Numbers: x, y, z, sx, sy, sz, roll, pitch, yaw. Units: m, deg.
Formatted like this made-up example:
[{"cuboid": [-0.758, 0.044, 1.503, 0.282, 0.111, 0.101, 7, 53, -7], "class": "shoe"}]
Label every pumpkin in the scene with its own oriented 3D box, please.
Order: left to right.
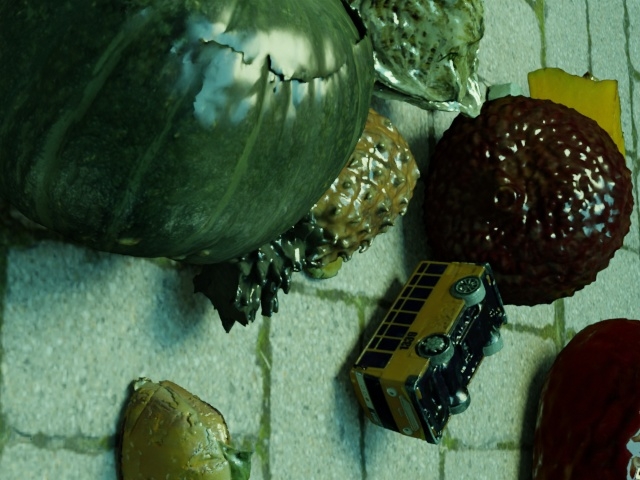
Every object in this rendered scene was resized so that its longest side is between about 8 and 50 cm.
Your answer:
[{"cuboid": [-0.117, -0.130, 0.955, 0.291, 0.257, 0.328, 41, 21, 17], "class": "pumpkin"}, {"cuboid": [0.360, -0.124, 1.702, 0.126, 0.131, 0.248, -32, 125, -63], "class": "pumpkin"}]

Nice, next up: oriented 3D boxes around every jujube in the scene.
[{"cuboid": [0.390, 0.258, 1.615, 0.223, 0.223, 0.318, 42, 62, -42], "class": "jujube"}]

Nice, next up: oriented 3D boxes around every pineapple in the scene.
[{"cuboid": [-0.025, -0.012, 1.163, 0.278, 0.158, 0.157, -49, 122, -38], "class": "pineapple"}]

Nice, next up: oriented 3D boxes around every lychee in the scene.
[{"cuboid": [0.246, -0.045, 1.451, 0.261, 0.261, 0.260, 15, 71, -52], "class": "lychee"}]

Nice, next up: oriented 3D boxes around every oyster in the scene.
[{"cuboid": [0.085, -0.257, 1.343, 0.112, 0.199, 0.267, -111, -167, -71], "class": "oyster"}]

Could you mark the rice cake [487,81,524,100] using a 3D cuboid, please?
[{"cuboid": [0.267, -0.094, 1.659, 0.042, 0.045, 0.245, -6, 88, -55], "class": "rice cake"}]

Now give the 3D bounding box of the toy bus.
[{"cuboid": [0.117, 0.118, 1.339, 0.201, 0.114, 0.098, -54, 134, -38], "class": "toy bus"}]

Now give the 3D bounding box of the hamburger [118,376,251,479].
[{"cuboid": [-0.112, 0.201, 1.031, 0.087, 0.102, 0.176, -9, 91, -42], "class": "hamburger"}]

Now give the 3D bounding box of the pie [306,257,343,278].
[{"cuboid": [0.000, 0.000, 1.294, 0.084, 0.020, 0.084, 20, 65, -51], "class": "pie"}]
